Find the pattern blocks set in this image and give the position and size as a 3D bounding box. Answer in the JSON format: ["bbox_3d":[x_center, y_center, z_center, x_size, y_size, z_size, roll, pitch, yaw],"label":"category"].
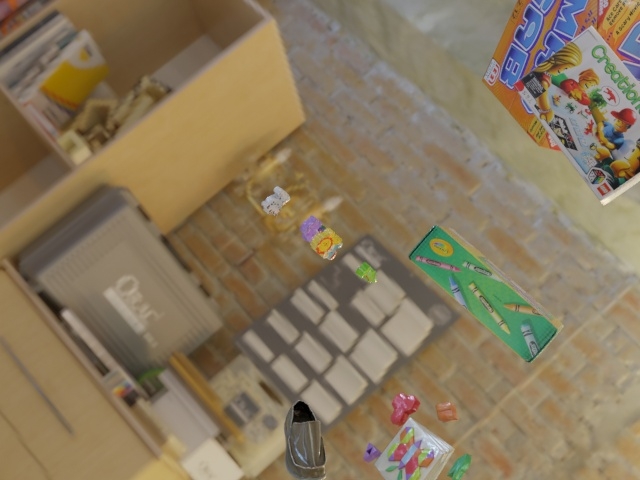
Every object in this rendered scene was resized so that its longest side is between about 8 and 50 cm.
[{"bbox_3d":[0.195,0.464,2.094,0.026,0.285,0.325,36,-13,-26],"label":"pattern blocks set"}]

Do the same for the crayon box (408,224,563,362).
[{"bbox_3d":[0.298,0.092,1.749,0.278,0.081,0.165,42,10,14],"label":"crayon box"}]

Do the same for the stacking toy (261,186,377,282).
[{"bbox_3d":[0.000,0.000,1.819,0.167,0.052,0.221,40,-1,36],"label":"stacking toy"}]

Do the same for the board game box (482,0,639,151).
[{"bbox_3d":[0.647,-0.411,2.230,0.357,0.356,0.356,10,30,-21],"label":"board game box"}]

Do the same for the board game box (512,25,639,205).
[{"bbox_3d":[0.544,-0.246,1.930,0.305,0.193,0.053,58,15,21],"label":"board game box"}]

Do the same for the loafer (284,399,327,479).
[{"bbox_3d":[-0.041,0.464,2.299,0.251,0.094,0.087,-116,-153,-60],"label":"loafer"}]
